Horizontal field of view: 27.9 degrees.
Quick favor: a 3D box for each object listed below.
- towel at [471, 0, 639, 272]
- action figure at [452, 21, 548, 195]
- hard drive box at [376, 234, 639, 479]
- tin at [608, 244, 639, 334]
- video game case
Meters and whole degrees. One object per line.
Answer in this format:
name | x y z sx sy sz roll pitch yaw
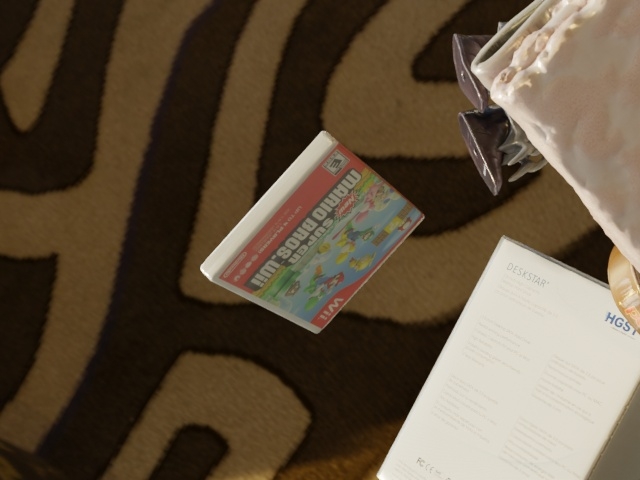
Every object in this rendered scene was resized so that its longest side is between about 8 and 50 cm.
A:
towel | 0.280 -0.104 0.685 0.332 0.317 0.053 -46 32 3
action figure | 0.252 -0.140 1.041 0.285 0.185 0.099 -18 47 -6
hard drive box | 0.179 0.139 1.039 0.181 0.089 0.232 30 94 45
tin | 0.276 0.008 0.926 0.106 0.040 0.190 43 53 5
video game case | 0.000 0.000 1.494 0.204 0.285 0.025 -48 62 5
